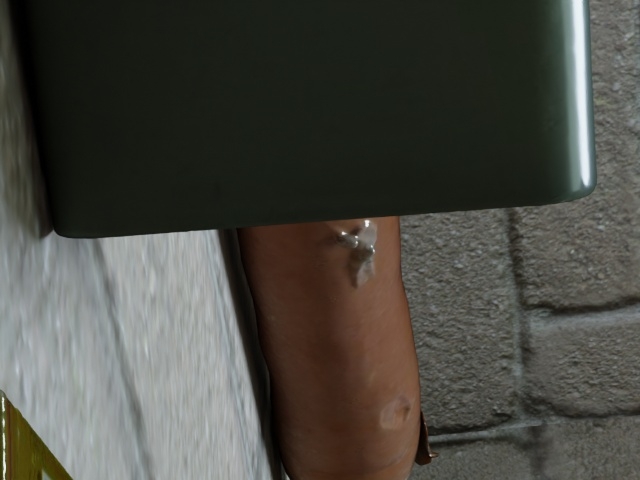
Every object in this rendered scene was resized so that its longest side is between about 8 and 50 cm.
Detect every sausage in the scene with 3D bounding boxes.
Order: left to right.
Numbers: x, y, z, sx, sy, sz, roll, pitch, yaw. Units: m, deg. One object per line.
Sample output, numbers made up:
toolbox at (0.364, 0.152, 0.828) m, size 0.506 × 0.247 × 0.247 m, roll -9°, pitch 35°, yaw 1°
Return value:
sausage at (0.000, 0.000, 1.016) m, size 0.094 × 0.094 × 0.419 m, roll -53°, pitch 149°, yaw -35°

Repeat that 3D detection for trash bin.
trash bin at (-0.009, -0.129, 0.549) m, size 0.122 × 0.164 × 0.240 m, roll -69°, pitch 156°, yaw -81°

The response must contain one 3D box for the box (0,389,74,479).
box at (-0.058, 0.095, 0.419) m, size 0.156 × 0.022 × 0.089 m, roll 75°, pitch 8°, yaw -69°
